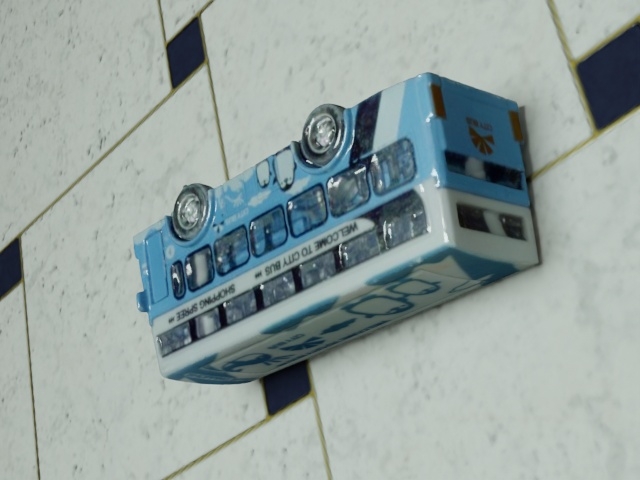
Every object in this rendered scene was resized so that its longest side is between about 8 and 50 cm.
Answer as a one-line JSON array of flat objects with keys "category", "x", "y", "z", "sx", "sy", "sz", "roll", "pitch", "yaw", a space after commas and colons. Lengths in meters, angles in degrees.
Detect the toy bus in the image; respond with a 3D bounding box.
[{"category": "toy bus", "x": 0.000, "y": 0.000, "z": 0.818, "sx": 0.297, "sy": 0.106, "sz": 0.131, "roll": -28, "pitch": 64, "yaw": 40}]
